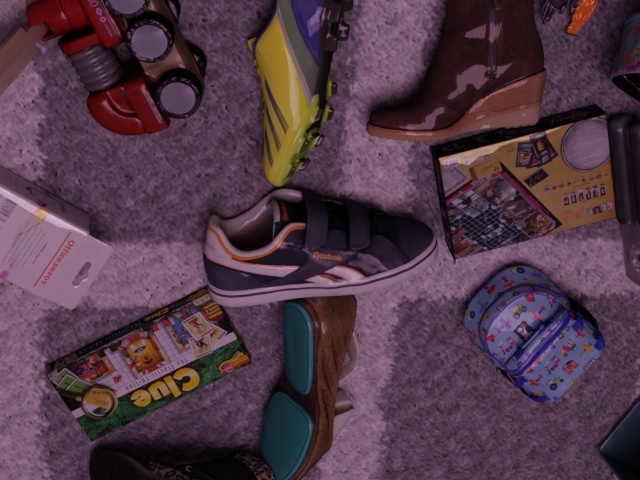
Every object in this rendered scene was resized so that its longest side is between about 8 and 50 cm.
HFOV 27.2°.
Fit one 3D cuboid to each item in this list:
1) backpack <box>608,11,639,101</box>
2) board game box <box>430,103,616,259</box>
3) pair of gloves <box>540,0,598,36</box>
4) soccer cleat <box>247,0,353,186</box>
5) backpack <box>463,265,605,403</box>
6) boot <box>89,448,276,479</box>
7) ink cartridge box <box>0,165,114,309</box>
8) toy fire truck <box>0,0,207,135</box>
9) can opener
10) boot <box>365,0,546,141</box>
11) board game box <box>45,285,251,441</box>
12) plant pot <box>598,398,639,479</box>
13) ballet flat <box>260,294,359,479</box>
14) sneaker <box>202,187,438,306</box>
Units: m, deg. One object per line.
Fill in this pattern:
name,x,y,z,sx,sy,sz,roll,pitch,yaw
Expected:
backpack,0.517,-0.231,1.727,0.254,0.225,0.191,14,90,-13
board game box,0.286,-0.081,1.847,0.243,0.042,0.165,-14,118,-5
pair of gloves,0.331,-0.313,1.752,0.083,0.010,0.074,15,111,-34
soccer cleat,-0.042,-0.210,1.705,0.121,0.093,0.289,20,118,12
backpack,0.303,0.130,1.914,0.158,0.117,0.173,-44,113,9
boot,-0.199,0.347,1.913,0.179,0.236,0.085,-9,109,-54
ink cartridge box,-0.381,-0.005,1.726,0.198,0.067,0.115,31,106,-22
toy fire truck,-0.287,-0.214,1.611,0.246,0.158,0.217,-19,119,11
can opener,0.473,-0.057,1.898,0.095,0.076,0.283,-32,123,-33
boot,0.173,-0.242,1.739,0.249,0.090,0.206,-9,105,-7
board game box,-0.241,0.175,1.867,0.260,0.030,0.136,-27,120,2
plant pot,0.597,0.354,2.067,0.234,0.165,0.165,27,107,-31
ballet flat,-0.004,0.208,1.892,0.124,0.116,0.342,-15,127,-33
sneaker,0.000,0.000,1.778,0.321,0.126,0.127,-11,123,-5
